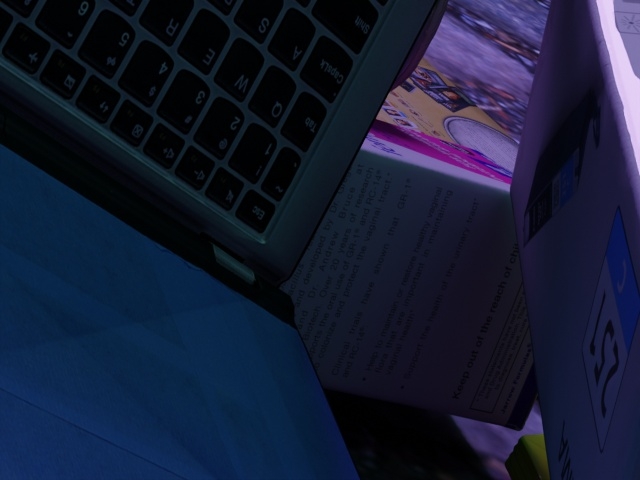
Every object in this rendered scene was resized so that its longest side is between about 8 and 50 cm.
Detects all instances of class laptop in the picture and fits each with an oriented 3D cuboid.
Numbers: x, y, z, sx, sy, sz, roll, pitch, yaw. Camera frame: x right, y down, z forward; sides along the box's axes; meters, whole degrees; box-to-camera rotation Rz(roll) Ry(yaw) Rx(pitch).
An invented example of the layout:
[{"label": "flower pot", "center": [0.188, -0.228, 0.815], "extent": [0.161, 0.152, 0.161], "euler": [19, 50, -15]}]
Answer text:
[{"label": "laptop", "center": [-0.016, -0.064, 0.601], "extent": [0.236, 0.408, 0.382], "euler": [23, -8, 38]}]

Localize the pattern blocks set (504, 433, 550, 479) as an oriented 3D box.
[{"label": "pattern blocks set", "center": [0.214, 0.157, 0.969], "extent": [0.285, 0.026, 0.325], "euler": [23, 23, -17]}]

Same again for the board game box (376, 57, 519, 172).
[{"label": "board game box", "center": [0.021, -0.094, 1.256], "extent": [0.165, 0.042, 0.243], "euler": [6, 32, -47]}]

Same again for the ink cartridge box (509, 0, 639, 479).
[{"label": "ink cartridge box", "center": [0.114, 0.055, 0.750], "extent": [0.066, 0.261, 0.296], "euler": [6, 32, -3]}]

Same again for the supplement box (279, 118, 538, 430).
[{"label": "supplement box", "center": [0.000, 0.000, 0.901], "extent": [0.220, 0.114, 0.111], "euler": [13, 13, -35]}]

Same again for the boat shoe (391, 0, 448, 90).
[{"label": "boat shoe", "center": [-0.091, -0.194, 0.984], "extent": [0.355, 0.132, 0.130], "euler": [37, 27, 31]}]
